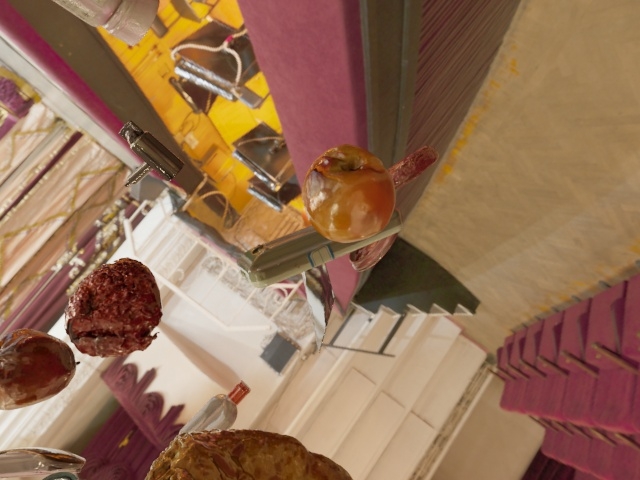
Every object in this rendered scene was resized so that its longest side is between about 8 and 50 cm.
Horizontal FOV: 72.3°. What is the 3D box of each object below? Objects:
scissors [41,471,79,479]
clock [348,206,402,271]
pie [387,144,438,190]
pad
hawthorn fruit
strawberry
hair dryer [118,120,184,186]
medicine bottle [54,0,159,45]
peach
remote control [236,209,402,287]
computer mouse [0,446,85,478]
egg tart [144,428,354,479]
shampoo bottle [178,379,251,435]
[{"bbox_3d":[-0.704,0.647,0.956,0.392,0.032,0.180,-8,-138,-38],"label":"scissors"},{"bbox_3d":[0.180,-0.006,1.433,0.056,0.244,0.244,33,171,-14],"label":"clock"},{"bbox_3d":[0.177,-0.144,0.960,0.050,0.182,0.182,53,168,-5],"label":"pie"},{"bbox_3d":[-0.016,0.133,1.398,0.007,0.248,0.368,1,-141,-14],"label":"pad"},{"bbox_3d":[-0.821,0.371,1.265,0.224,0.224,0.261,30,178,34],"label":"hawthorn fruit"},{"bbox_3d":[-0.552,0.182,1.160,0.274,0.274,0.220,30,-174,32],"label":"strawberry"},{"bbox_3d":[-0.569,-0.238,1.362,0.248,0.078,0.195,-27,121,35],"label":"hair dryer"},{"bbox_3d":[-0.477,-0.534,0.902,0.152,0.152,0.254,27,179,44],"label":"medicine bottle"},{"bbox_3d":[0.037,-0.064,0.631,0.138,0.138,0.138,35,170,7],"label":"peach"},{"bbox_3d":[0.000,0.000,0.878,0.128,0.335,0.066,16,125,63],"label":"remote control"},{"bbox_3d":[-0.811,0.619,1.224,0.310,0.072,0.158,-13,147,16],"label":"computer mouse"},{"bbox_3d":[-0.053,0.339,0.492,0.341,0.129,0.341,29,-179,-1],"label":"egg tart"},{"bbox_3d":[-0.279,0.475,1.185,0.108,0.221,0.051,33,163,41],"label":"shampoo bottle"}]
